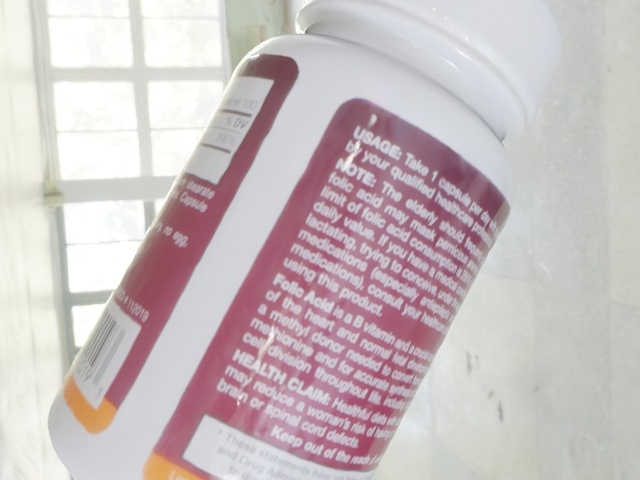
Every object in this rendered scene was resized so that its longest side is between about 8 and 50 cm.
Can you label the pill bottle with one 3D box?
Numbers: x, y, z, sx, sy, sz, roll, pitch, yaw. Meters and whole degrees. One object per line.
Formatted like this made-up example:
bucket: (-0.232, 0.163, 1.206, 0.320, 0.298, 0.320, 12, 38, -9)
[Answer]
pill bottle: (0.000, 0.000, 0.446, 0.392, 0.224, 0.224, -61, 12, -3)
